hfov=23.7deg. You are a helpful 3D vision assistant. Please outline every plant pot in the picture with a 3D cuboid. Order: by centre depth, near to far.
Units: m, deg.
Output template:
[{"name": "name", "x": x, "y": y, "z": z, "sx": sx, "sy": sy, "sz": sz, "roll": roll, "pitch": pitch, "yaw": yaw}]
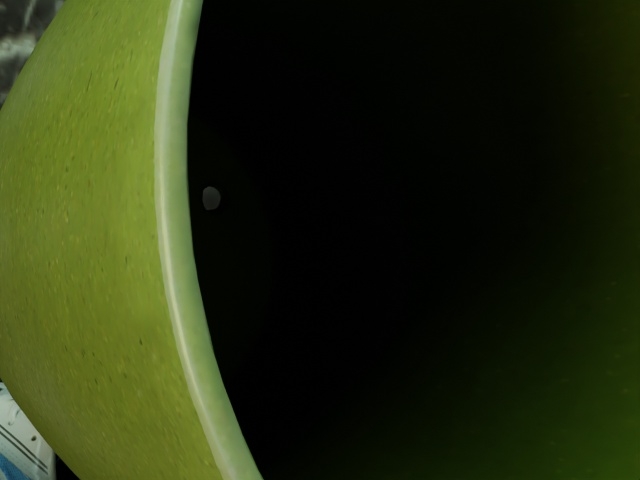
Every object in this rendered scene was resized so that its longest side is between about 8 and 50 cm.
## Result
[{"name": "plant pot", "x": 0.000, "y": 0.000, "z": 0.495, "sx": 0.293, "sy": 0.275, "sz": 0.274, "roll": -8, "pitch": 95, "yaw": 55}]

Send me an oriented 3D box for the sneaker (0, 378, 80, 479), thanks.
[{"name": "sneaker", "x": -0.144, "y": 0.091, "z": 0.733, "sx": 0.237, "sy": 0.085, "sz": 0.086, "roll": 42, "pitch": 107, "yaw": 25}]
